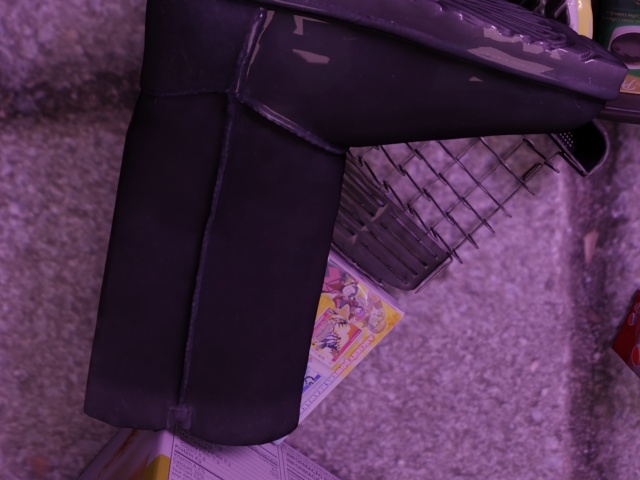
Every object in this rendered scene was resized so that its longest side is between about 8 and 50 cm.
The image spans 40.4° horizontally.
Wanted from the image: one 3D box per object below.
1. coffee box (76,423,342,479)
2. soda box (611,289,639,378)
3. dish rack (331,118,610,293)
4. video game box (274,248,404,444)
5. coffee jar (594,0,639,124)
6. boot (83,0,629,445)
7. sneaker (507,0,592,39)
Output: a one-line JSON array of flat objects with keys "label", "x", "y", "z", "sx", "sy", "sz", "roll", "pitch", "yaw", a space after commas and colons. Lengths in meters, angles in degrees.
[{"label": "coffee box", "x": -0.127, "y": 0.405, "z": 0.869, "sx": 0.338, "sy": 0.334, "sz": 0.338, "roll": 38, "pitch": 103, "yaw": -17}, {"label": "soda box", "x": 0.471, "y": 0.135, "z": 0.974, "sx": 0.263, "sy": 0.092, "sz": 0.084, "roll": 15, "pitch": 109, "yaw": -14}, {"label": "dish rack", "x": 0.118, "y": -0.074, "z": 0.855, "sx": 0.271, "sy": 0.074, "sz": 0.208, "roll": -44, "pitch": 110, "yaw": 10}, {"label": "video game box", "x": -0.048, "y": 0.089, "z": 0.910, "sx": 0.187, "sy": 0.048, "sz": 0.205, "roll": 40, "pitch": 102, "yaw": -17}, {"label": "coffee jar", "x": 0.303, "y": -0.202, "z": 0.818, "sx": 0.096, "sy": 0.079, "sz": 0.185, "roll": 13, "pitch": 113, "yaw": 23}, {"label": "boot", "x": -0.002, "y": -0.001, "z": 0.733, "sx": 0.366, "sy": 0.146, "sz": 0.445, "roll": 18, "pitch": 115, "yaw": 5}, {"label": "sneaker", "x": 0.215, "y": -0.252, "z": 0.761, "sx": 0.094, "sy": 0.081, "sz": 0.209, "roll": -4, "pitch": 79, "yaw": -21}]
